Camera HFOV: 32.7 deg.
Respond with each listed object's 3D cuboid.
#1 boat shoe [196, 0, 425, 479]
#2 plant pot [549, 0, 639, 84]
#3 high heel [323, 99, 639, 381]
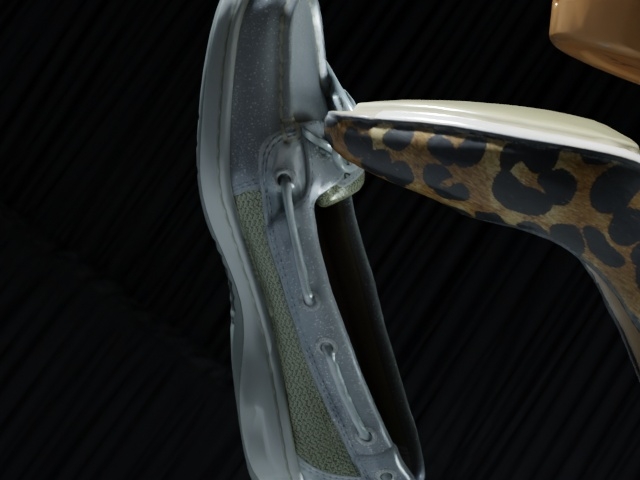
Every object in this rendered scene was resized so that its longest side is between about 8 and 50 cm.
[{"bbox_3d":[-0.001,0.002,0.638,0.103,0.320,0.118,-2,11,16],"label":"boat shoe"},{"bbox_3d":[0.301,-0.212,0.812,0.291,0.203,0.291,19,8,-3],"label":"plant pot"},{"bbox_3d":[0.113,0.042,0.487,0.261,0.186,0.093,14,15,7],"label":"high heel"}]
